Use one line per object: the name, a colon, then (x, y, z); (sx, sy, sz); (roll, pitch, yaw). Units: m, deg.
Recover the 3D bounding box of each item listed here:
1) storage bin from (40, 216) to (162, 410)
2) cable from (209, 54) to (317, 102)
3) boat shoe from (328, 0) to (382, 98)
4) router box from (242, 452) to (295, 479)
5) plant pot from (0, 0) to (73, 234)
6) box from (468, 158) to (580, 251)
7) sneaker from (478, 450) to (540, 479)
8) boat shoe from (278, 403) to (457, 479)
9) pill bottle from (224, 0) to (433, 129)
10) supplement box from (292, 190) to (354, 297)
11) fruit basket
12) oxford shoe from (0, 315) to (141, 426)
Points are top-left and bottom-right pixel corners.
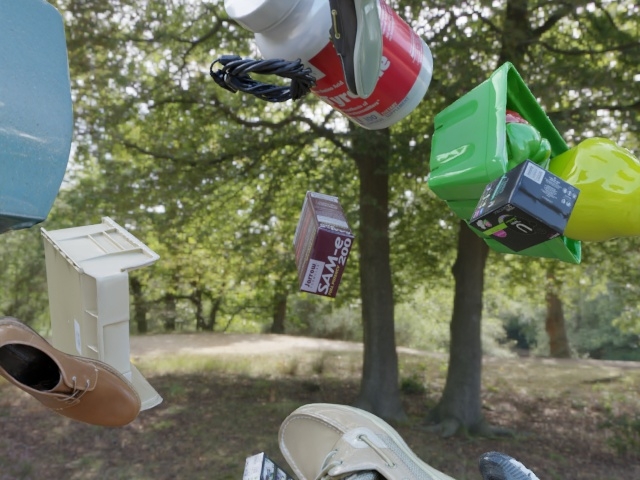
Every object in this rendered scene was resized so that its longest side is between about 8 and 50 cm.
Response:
storage bin: (-0.369, 0.125, 1.005); (0.123, 0.262, 0.260); (-10, 23, -37)
cable: (-0.080, -0.265, 0.959); (0.151, 0.047, 0.184); (-2, -4, 23)
boat shoe: (0.049, -0.334, 0.912); (0.069, 0.227, 0.081); (15, 37, 28)
router box: (-0.094, 0.506, 1.087); (0.046, 0.179, 0.133); (-26, -59, 22)
plant pot: (-0.400, -0.122, 0.590); (0.247, 0.252, 0.248); (-16, -4, 5)
box: (0.197, -0.032, 0.579); (0.062, 0.052, 0.083); (30, -17, -4)
sneaker: (0.315, 0.435, 0.895); (0.078, 0.234, 0.106); (-43, -15, 34)
boat shoe: (0.042, 0.251, 0.608); (0.098, 0.109, 0.302); (14, 4, -42)
pill bottle: (0.023, -0.401, 1.160); (0.229, 0.229, 0.408); (-5, -21, 43)
supplement box: (0.000, 0.000, 1.164); (0.073, 0.130, 0.239); (13, 20, -10)
fruit basket: (0.422, -0.118, 1.053); (0.392, 0.282, 0.392); (9, -26, 4)
oxford shoe: (-0.289, 0.166, 0.673); (0.212, 0.076, 0.076); (42, -15, -35)
